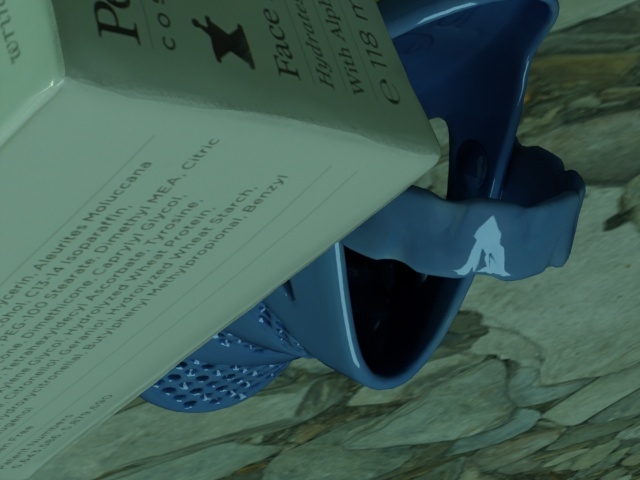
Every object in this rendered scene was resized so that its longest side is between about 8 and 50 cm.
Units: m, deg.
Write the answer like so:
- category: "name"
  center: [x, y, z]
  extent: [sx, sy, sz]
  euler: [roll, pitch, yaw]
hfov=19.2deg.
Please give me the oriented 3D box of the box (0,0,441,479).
- category: "box"
  center: [-0.094, -0.055, 0.481]
  extent: [0.119, 0.181, 0.182]
  euler: [6, 145, -46]

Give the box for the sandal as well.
- category: "sandal"
  center: [0.000, 0.000, 0.732]
  extent: [0.126, 0.138, 0.317]
  euler: [-9, 156, -29]
